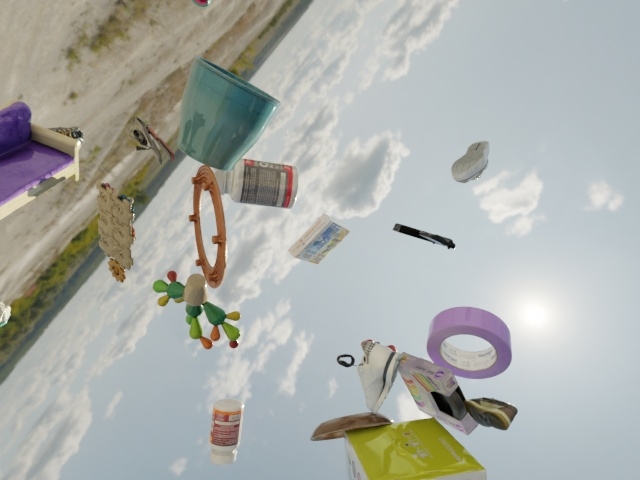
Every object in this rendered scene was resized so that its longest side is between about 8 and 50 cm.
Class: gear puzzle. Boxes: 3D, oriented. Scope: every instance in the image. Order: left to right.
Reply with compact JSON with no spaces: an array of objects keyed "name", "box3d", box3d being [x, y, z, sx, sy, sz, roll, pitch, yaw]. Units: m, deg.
[{"name":"gear puzzle","box3d":[-0.612,-0.005,1.268,0.044,0.175,0.339,-30,143,-50]}]

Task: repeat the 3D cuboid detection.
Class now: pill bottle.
[{"name":"pill bottle","box3d":[-0.377,0.760,1.656,0.121,0.121,0.221,-3,-100,63]},{"name":"pill bottle","box3d":[-0.255,-0.225,1.622,0.176,0.318,0.176,-174,-90,-75]}]

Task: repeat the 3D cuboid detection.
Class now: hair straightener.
[{"name":"hair straightener","box3d":[-0.569,-0.329,1.356,0.089,0.230,0.047,-27,156,-32]}]

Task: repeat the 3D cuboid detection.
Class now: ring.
[{"name":"ring","box3d":[-0.315,-0.035,1.126,0.336,0.032,0.337,19,-68,59]}]

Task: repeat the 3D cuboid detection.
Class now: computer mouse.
[{"name":"computer mouse","box3d":[0.152,0.503,1.615,0.041,0.242,0.071,-32,-147,43]}]

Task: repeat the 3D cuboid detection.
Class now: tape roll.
[{"name":"tape roll","box3d":[0.512,0.358,1.437,0.275,0.275,0.090,-33,-161,38]}]

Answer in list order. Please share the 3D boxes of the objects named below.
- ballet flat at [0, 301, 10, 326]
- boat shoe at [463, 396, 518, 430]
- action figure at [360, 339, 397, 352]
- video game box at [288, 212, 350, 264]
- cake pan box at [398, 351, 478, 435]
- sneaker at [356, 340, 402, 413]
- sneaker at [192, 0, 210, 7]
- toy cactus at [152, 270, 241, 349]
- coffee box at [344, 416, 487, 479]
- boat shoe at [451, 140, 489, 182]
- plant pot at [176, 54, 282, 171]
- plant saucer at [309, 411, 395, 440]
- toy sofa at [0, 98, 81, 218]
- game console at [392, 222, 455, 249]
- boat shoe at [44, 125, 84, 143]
[{"name":"ballet flat","box3d":[-0.990,0.205,0.983,0.409,0.147,0.147,-19,179,-37]},{"name":"boat shoe","box3d":[0.517,0.516,1.259,0.073,0.080,0.223,-27,172,-13]},{"name":"action figure","box3d":[0.214,0.451,1.605,0.139,0.280,0.091,-31,-122,22]},{"name":"video game box","box3d":[0.000,0.000,1.522,0.187,0.205,0.048,-44,-114,12]},{"name":"cake pan box","box3d":[0.409,0.540,1.481,0.070,0.246,0.267,-36,-163,-23]},{"name":"sneaker","box3d":[0.136,0.340,1.037,0.090,0.094,0.235,-47,151,-47]},{"name":"sneaker","box3d":[-0.304,-0.764,1.205,0.123,0.295,0.178,18,-79,44]},{"name":"toy cactus","box3d":[-0.246,0.125,0.851,0.112,0.219,0.180,-40,164,-36]},{"name":"coffee box","box3d":[0.278,0.792,1.278,0.337,0.338,0.335,-174,-100,-80]},{"name":"boat shoe","box3d":[0.563,-0.272,1.510,0.109,0.094,0.302,-3,-151,40]},{"name":"plant pot","box3d":[-0.290,-0.354,1.223,0.255,0.271,0.272,-61,-162,16]},{"name":"plant saucer","box3d":[0.111,0.669,1.498,0.310,0.310,0.050,-34,-126,36]},{"name":"toy sofa","box3d":[-0.703,-0.155,0.898,0.362,0.150,0.177,-71,-177,-55]},{"name":"game console","box3d":[0.440,-0.016,1.728,0.361,0.213,0.044,-127,-127,-83]},{"name":"boat shoe","box3d":[-0.726,-0.293,1.169,0.083,0.065,0.183,-15,-156,-16]}]
